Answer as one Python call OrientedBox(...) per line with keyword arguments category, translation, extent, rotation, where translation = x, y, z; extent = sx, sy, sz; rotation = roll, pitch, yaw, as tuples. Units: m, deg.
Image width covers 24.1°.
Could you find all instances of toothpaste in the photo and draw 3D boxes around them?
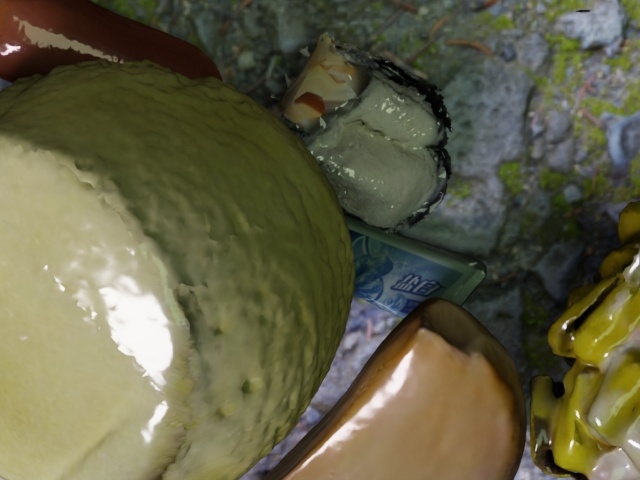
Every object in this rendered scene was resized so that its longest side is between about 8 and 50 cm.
OrientedBox(category="toothpaste", translation=(0.000, 0.001, 1.157), extent=(0.268, 0.047, 0.069), rotation=(22, 90, -21))

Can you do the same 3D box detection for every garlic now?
OrientedBox(category="garlic", translation=(0.006, 0.171, 1.146), extent=(0.338, 0.151, 0.196), rotation=(-38, 139, 16))

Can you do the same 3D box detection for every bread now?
OrientedBox(category="bread", translation=(-0.135, 0.034, 1.018), extent=(0.320, 0.237, 0.320), rotation=(10, 117, 20))

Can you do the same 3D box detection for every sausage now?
OrientedBox(category="sausage", translation=(-0.159, -0.128, 1.067), extent=(0.194, 0.077, 0.077), rotation=(21, 101, -18))

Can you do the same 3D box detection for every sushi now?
OrientedBox(category="sushi", translation=(0.328, 0.079, 1.139), extent=(0.285, 0.328, 0.328), rotation=(16, 116, 18))

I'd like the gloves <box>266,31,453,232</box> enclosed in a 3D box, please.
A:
OrientedBox(category="gloves", translation=(0.036, -0.080, 1.124), extent=(0.153, 0.070, 0.114), rotation=(36, 82, -19))
